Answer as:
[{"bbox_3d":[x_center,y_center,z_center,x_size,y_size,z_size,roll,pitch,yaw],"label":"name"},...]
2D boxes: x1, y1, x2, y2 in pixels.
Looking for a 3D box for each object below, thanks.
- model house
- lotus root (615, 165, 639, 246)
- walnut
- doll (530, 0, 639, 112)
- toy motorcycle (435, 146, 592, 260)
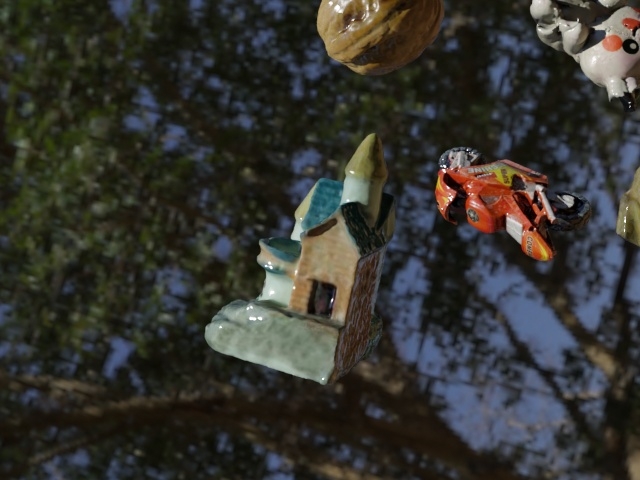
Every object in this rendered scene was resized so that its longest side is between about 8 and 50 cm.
[{"bbox_3d":[0.000,0.000,1.974,0.267,0.194,0.325,-21,-53,-72],"label":"model house"},{"bbox_3d":[0.500,-0.008,1.727,0.141,0.314,0.210,8,-58,-26],"label":"lotus root"},{"bbox_3d":[0.081,-0.313,2.024,0.155,0.184,0.155,45,-156,-27],"label":"walnut"},{"bbox_3d":[0.346,-0.249,1.772,0.149,0.192,0.095,-39,-21,-37],"label":"doll"},{"bbox_3d":[0.301,-0.066,2.399,0.171,0.298,0.089,-35,-42,-36],"label":"toy motorcycle"}]
